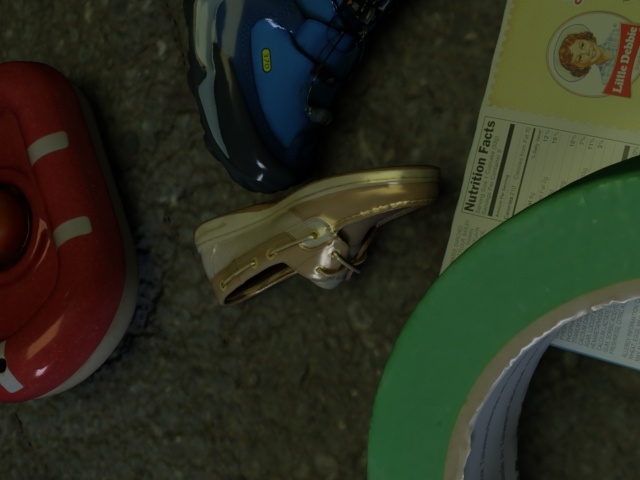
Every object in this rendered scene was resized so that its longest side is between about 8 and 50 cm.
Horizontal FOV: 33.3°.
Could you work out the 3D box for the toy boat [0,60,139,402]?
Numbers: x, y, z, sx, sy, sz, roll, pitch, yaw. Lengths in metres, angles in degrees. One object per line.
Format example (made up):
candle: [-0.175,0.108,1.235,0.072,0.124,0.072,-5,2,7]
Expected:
toy boat: [-0.220,-0.009,0.692,0.151,0.151,0.231,-28,73,25]

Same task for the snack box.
snack box: [0.183,-0.096,0.522,0.187,0.060,0.322,16,94,28]

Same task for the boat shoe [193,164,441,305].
boat shoe: [0.000,0.000,0.622,0.170,0.063,0.059,-18,80,37]

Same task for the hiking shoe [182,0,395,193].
hiking shoe: [0.016,-0.170,0.593,0.132,0.113,0.304,15,93,30]

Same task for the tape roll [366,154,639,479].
tape roll: [0.175,0.121,0.453,0.321,0.077,0.321,8,107,29]
